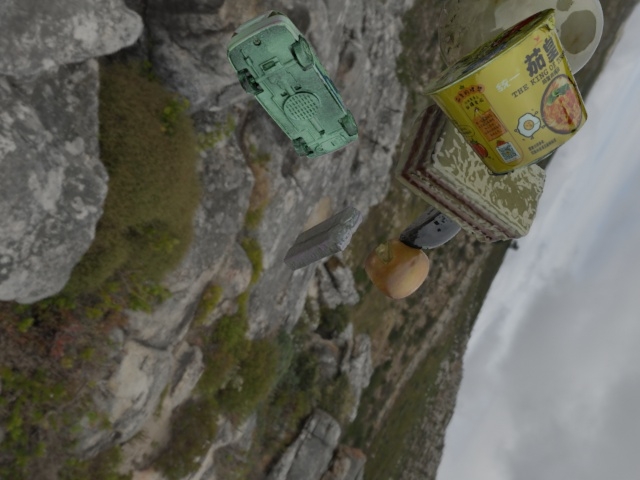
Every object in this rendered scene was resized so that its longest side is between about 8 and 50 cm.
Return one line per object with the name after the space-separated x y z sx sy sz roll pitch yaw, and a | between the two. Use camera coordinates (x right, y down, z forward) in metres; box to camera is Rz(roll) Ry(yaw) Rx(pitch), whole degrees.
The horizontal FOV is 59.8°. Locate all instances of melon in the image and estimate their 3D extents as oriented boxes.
0.361 -0.387 1.016 0.316 0.223 0.223 -8 138 -19 | melon

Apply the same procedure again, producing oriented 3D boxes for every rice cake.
0.000 -0.001 1.342 0.106 0.050 0.298 -58 -165 -24 | rice cake

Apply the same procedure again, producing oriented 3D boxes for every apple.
0.237 0.079 1.705 0.199 0.199 0.199 -55 163 -26 | apple

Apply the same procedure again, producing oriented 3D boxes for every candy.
0.317 -0.138 1.168 0.135 0.320 0.180 -11 -126 56 | candy

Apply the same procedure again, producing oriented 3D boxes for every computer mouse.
0.351 -0.050 1.623 0.269 0.100 0.170 -38 -173 -36 | computer mouse

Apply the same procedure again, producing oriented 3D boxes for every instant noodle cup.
0.245 -0.181 0.714 0.182 0.144 0.182 -34 -167 9 | instant noodle cup

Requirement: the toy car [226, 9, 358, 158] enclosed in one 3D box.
-0.029 -0.197 0.723 0.224 0.090 0.076 45 29 -51 | toy car
